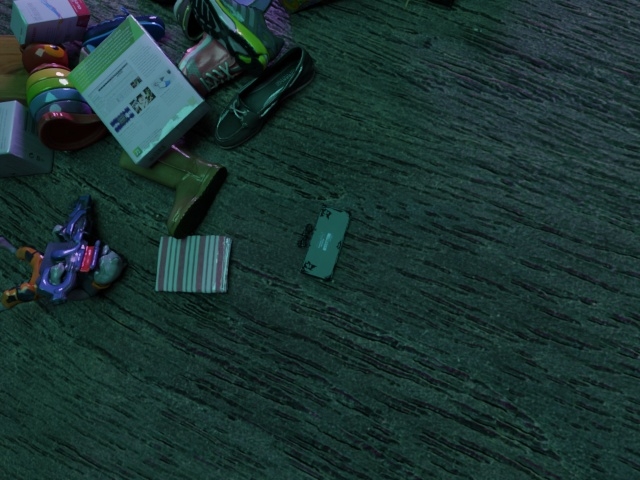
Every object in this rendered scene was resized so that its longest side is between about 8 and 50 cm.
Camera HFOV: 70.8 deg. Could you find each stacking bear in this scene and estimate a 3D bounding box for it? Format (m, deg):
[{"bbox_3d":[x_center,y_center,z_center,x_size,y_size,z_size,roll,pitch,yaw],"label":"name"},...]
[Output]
[{"bbox_3d":[-0.719,-0.409,1.228,0.164,0.175,0.289,-31,79,39],"label":"stacking bear"}]

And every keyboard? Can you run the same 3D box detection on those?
[{"bbox_3d":[0.000,0.000,1.096,0.108,0.023,0.180,17,80,7],"label":"keyboard"}]

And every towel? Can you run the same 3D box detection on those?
[{"bbox_3d":[-0.322,0.060,1.137,0.196,0.029,0.144,0,77,13],"label":"towel"}]

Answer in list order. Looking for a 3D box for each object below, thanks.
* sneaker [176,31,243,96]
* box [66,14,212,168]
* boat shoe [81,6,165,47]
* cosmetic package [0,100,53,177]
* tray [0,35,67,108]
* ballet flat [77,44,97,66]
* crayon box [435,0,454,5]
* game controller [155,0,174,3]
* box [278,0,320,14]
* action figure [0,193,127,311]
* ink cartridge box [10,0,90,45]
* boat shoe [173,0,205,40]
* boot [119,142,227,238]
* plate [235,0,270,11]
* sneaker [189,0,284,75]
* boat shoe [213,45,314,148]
[{"bbox_3d":[-0.275,-0.473,1.202,0.136,0.116,0.314,28,84,13],"label":"sneaker"},{"bbox_3d":[-0.458,-0.375,1.136,0.232,0.058,0.322,-41,80,4],"label":"box"},{"bbox_3d":[-0.572,-0.612,1.291,0.258,0.109,0.089,-6,73,7],"label":"boat shoe"},{"bbox_3d":[-0.867,-0.273,1.241,0.183,0.151,0.152,-4,77,10],"label":"cosmetic package"},{"bbox_3d":[-0.988,-0.511,1.357,0.410,0.076,0.203,6,79,10],"label":"tray"},{"bbox_3d":[-0.579,-0.416,1.262,0.316,0.107,0.106,47,109,21],"label":"ballet flat"},{"bbox_3d":[0.322,-0.802,1.188,0.203,0.083,0.323,26,84,14],"label":"crayon box"},{"bbox_3d":[-0.421,-0.854,1.350,0.166,0.067,0.319,29,83,29],"label":"game controller"},{"bbox_3d":[-0.015,-0.813,1.173,0.278,0.177,0.290,-12,76,20],"label":"box"},{"bbox_3d":[-0.662,0.052,1.161,0.329,0.179,0.342,-2,50,3],"label":"action figure"},{"bbox_3d":[-0.750,-0.609,1.252,0.175,0.127,0.072,-36,101,-38],"label":"ink cartridge box"},{"bbox_3d":[-0.275,-0.678,1.196,0.324,0.116,0.097,-38,62,29],"label":"boat shoe"},{"bbox_3d":[-0.408,-0.152,1.169,0.269,0.089,0.236,25,68,13],"label":"boot"},{"bbox_3d":[-0.228,-0.714,1.295,0.188,0.024,0.188,-2,76,10],"label":"plate"},{"bbox_3d":[-0.217,-0.559,1.144,0.300,0.111,0.121,49,60,-4],"label":"sneaker"},{"bbox_3d":[-0.158,-0.378,1.169,0.335,0.095,0.112,-41,74,-1],"label":"boat shoe"}]
